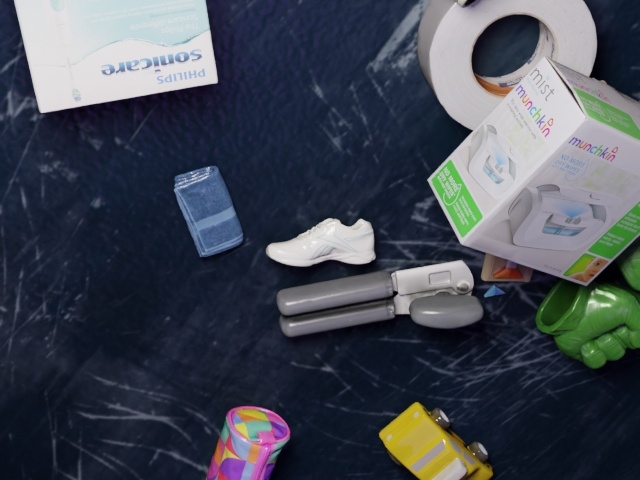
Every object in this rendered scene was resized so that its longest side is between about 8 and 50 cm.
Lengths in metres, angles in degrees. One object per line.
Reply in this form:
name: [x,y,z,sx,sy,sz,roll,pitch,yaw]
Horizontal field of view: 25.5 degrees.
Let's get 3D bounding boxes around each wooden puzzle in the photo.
wooden puzzle: [0.266,0.028,1.984,0.078,0.014,0.116,-3,119,-9]

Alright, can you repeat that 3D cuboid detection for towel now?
towel: [-0.146,-0.038,1.861,0.067,0.029,0.119,-19,120,-1]

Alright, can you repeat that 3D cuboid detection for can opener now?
can opener: [0.081,0.084,1.941,0.280,0.093,0.074,-7,120,-1]

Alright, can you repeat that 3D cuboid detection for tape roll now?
tape roll: [0.236,-0.246,1.796,0.219,0.072,0.219,-4,118,-8]

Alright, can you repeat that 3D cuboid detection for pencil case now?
pencil case: [-0.118,0.355,2.041,0.104,0.104,0.236,9,115,-15]

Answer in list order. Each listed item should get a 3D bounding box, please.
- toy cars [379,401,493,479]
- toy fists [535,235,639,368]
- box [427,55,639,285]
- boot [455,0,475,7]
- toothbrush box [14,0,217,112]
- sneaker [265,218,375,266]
toy cars: [0.180,0.422,2.140,0.176,0.087,0.394,-5,119,-8]
toy fists: [0.436,0.062,1.989,0.142,0.096,0.279,27,109,-24]
box: [0.314,-0.084,1.808,0.262,0.127,0.231,18,126,-41]
boot: [0.206,-0.415,1.691,0.244,0.088,0.176,-37,83,-14]
toothbrush box: [-0.249,-0.317,1.634,0.216,0.126,0.296,-11,119,-5]
sneaker: [0.000,0.000,1.902,0.152,0.054,0.061,-4,110,-15]
